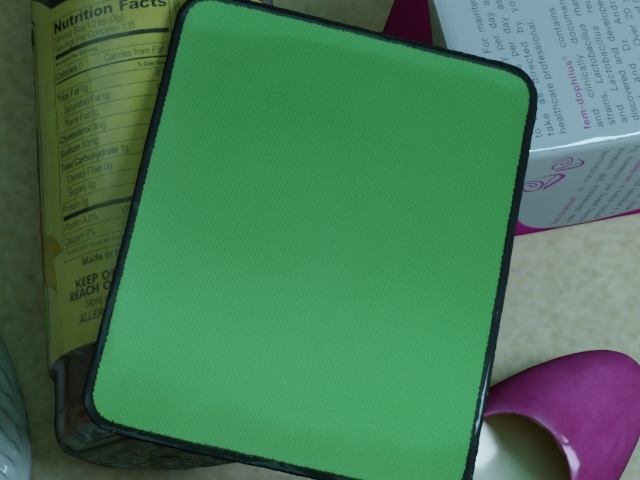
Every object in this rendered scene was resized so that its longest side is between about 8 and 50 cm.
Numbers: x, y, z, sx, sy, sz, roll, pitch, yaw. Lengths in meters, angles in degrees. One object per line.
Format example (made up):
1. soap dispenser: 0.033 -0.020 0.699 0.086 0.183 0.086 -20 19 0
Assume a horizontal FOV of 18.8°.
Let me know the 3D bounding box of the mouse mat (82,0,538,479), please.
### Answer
1. mouse mat: 0.000 0.000 0.756 0.153 0.007 0.189 13 70 -4

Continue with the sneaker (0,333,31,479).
1. sneaker: -0.181 0.127 0.727 0.127 0.126 0.321 -37 45 19

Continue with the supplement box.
1. supplement box: 0.149 -0.079 0.869 0.220 0.111 0.114 -11 73 -13

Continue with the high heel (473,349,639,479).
1. high heel: 0.053 0.113 0.782 0.244 0.117 0.082 -32 78 -18

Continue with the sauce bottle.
1. sauce bottle: -0.069 -0.076 0.837 0.111 0.111 0.344 -1 69 -9
